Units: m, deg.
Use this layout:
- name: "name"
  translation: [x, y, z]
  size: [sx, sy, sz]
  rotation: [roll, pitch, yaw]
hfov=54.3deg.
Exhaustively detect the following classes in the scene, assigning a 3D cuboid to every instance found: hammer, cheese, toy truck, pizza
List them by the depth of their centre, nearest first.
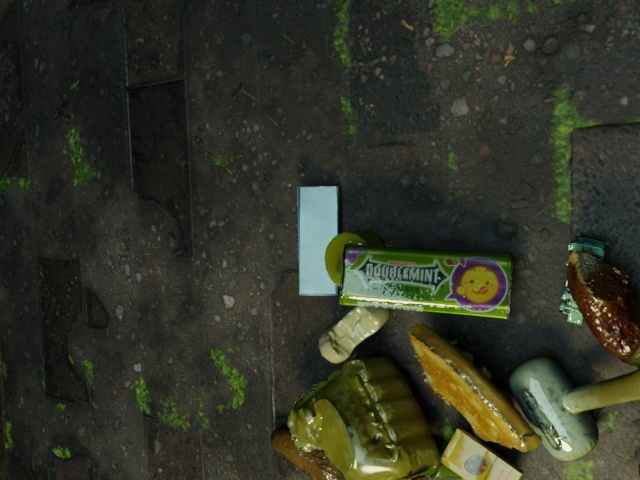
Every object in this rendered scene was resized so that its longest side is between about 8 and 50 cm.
- name: "hammer"
  translation: [0.494, 0.284, 1.142]
  size: [0.202, 0.113, 0.305]
  rotation: [58, 145, 11]
- name: "toy truck"
  translation: [0.507, 0.074, 1.198]
  size: [0.067, 0.081, 0.175]
  rotation: [14, 121, 31]
- name: "pizza"
  translation: [0.309, 0.304, 1.282]
  size: [0.089, 0.223, 0.323]
  rotation: [-38, 66, -15]
- name: "cheese"
  translation: [0.114, 0.158, 1.403]
  size: [0.286, 0.163, 0.082]
  rotation: [-44, 88, 12]

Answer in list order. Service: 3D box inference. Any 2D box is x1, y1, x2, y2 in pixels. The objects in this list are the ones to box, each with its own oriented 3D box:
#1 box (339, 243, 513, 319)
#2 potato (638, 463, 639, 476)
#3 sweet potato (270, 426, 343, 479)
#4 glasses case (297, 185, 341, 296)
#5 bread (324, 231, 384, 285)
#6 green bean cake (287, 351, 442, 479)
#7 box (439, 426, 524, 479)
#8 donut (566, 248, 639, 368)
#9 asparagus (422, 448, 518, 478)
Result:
- name: "box"
  translation: [0.211, 0.083, 1.287]
  size: [0.345, 0.097, 0.134]
  rotation: [5, 87, 11]
- name: "potato"
  translation: [0.639, 0.441, 1.145]
  size: [0.103, 0.066, 0.096]
  rotation: [-27, 77, 33]
- name: "sweet potato"
  translation: [0.010, 0.556, 1.539]
  size: [0.341, 0.092, 0.114]
  rotation: [32, 135, 26]
- name: "glasses case"
  translation: [0.000, 0.000, 1.519]
  size: [0.105, 0.056, 0.266]
  rotation: [0, 95, 8]
- name: "bread"
  translation: [0.078, 0.035, 1.427]
  size: [0.129, 0.114, 0.111]
  rotation: [-24, 81, 32]
- name: "green bean cake"
  translation: [0.072, 0.435, 1.381]
  size: [0.285, 0.202, 0.310]
  rotation: [-44, 54, 27]
- name: "box"
  translation: [0.334, 0.471, 1.302]
  size: [0.155, 0.023, 0.087]
  rotation: [31, 105, 29]
- name: "donut"
  translation: [0.551, 0.150, 1.106]
  size: [0.294, 0.112, 0.151]
  rotation: [26, 126, 8]
- name: "asparagus"
  translation: [0.292, 0.491, 1.370]
  size: [0.277, 0.060, 0.068]
  rotation: [-6, 81, 32]
